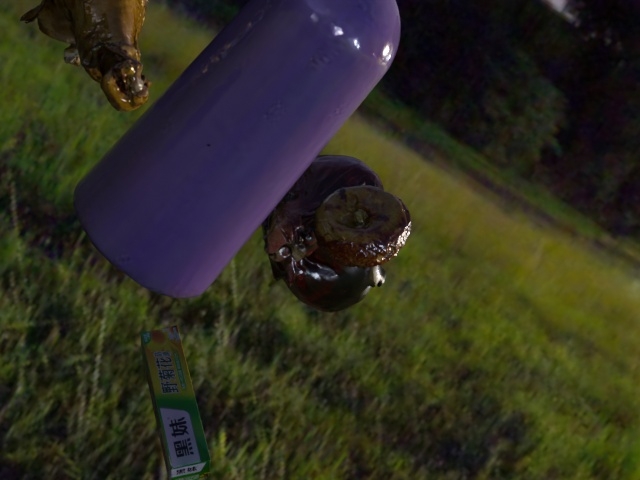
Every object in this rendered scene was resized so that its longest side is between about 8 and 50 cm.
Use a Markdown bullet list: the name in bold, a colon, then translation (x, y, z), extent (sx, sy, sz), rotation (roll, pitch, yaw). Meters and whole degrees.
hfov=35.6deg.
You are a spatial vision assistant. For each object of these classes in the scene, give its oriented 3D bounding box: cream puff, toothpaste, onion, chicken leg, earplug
- **cream puff**: translation (0.061, -0.017, 1.492), extent (0.149, 0.084, 0.149), rotation (-1, 47, 1)
- **toothpaste**: translation (-0.155, 0.171, 1.057), extent (0.043, 0.037, 0.178), rotation (-7, 48, -17)
- **onion**: translation (0.008, -0.006, 1.685), extent (0.221, 0.280, 0.281), rotation (7, 4, 21)
- **chicken leg**: translation (-0.168, -0.161, 0.745), extent (0.085, 0.101, 0.207), rotation (40, 20, -44)
- **earplug**: translation (-0.085, -0.150, 1.204), extent (0.215, 0.456, 0.215), rotation (37, 23, -18)
